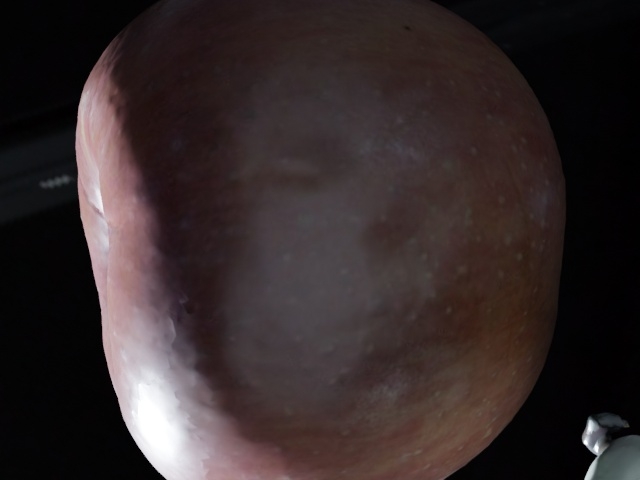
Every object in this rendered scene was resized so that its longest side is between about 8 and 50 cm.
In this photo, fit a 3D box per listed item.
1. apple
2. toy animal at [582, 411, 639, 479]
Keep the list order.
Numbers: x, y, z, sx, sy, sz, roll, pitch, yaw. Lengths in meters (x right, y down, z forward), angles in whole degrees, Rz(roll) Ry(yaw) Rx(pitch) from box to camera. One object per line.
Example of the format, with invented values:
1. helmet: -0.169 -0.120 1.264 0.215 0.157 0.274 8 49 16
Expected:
1. apple: 0.000 0.000 0.906 0.235 0.306 0.305 -8 -76 -9
2. toy animal: 0.188 0.193 0.750 0.174 0.289 0.249 18 -63 -17
